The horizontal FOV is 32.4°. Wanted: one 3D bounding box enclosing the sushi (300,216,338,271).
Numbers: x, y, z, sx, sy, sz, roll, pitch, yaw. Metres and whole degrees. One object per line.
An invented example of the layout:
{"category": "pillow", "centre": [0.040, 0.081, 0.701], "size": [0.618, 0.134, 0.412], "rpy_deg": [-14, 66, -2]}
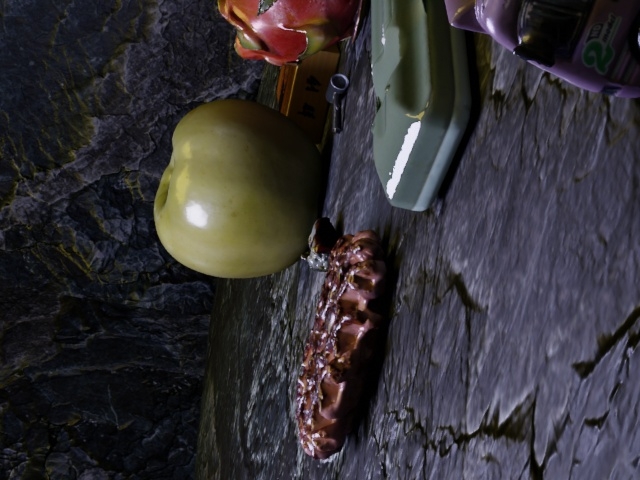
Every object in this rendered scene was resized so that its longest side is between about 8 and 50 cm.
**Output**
{"category": "sushi", "centre": [0.000, 0.000, 1.374], "size": [0.083, 0.044, 0.046], "rpy_deg": [-98, 19, -60]}

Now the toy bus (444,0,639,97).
{"category": "toy bus", "centre": [0.129, -0.166, 0.467], "size": [0.096, 0.108, 0.199], "rpy_deg": [-91, 14, -53]}

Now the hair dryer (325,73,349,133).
{"category": "hair dryer", "centre": [0.024, -0.183, 1.519], "size": [0.047, 0.026, 0.083], "rpy_deg": [113, 157, -65]}

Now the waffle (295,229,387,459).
{"category": "waffle", "centre": [0.020, 0.102, 1.102], "size": [0.221, 0.055, 0.234], "rpy_deg": [-147, 72, -83]}

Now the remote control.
{"category": "remote control", "centre": [0.080, -0.180, 0.970], "size": [0.128, 0.065, 0.335], "rpy_deg": [112, 165, -45]}

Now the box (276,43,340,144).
{"category": "box", "centre": [-0.024, -0.268, 1.775], "size": [0.237, 0.070, 0.152], "rpy_deg": [-95, 17, -65]}

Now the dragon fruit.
{"category": "dragon fruit", "centre": [-0.038, -0.341, 1.469], "size": [0.224, 0.224, 0.227], "rpy_deg": [-95, 12, -60]}

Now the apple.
{"category": "apple", "centre": [-0.118, -0.070, 1.599], "size": [0.262, 0.262, 0.262], "rpy_deg": [-170, 90, -82]}
